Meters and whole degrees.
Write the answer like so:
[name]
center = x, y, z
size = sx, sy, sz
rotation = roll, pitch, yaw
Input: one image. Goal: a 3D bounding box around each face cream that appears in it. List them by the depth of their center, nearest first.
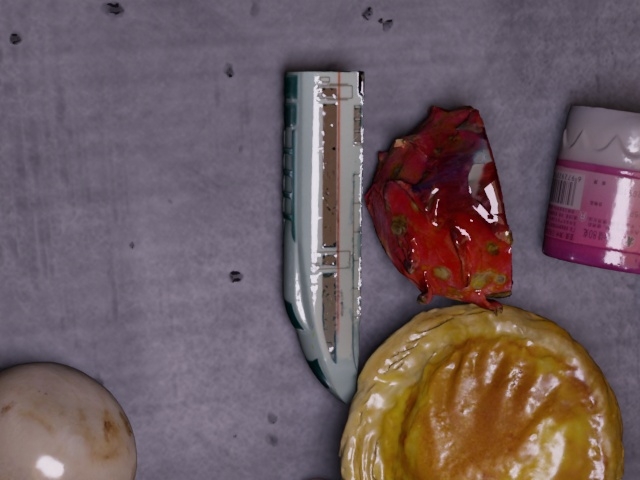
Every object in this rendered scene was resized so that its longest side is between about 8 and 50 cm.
[face cream]
center = 0.377, -0.062, 1.775
size = 0.175, 0.175, 0.195
rotation = 7, 96, -19

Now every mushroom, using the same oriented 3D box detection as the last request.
[mushroom]
center = -0.322, 0.250, 1.590
size = 0.207, 0.207, 0.215
rotation = 39, 115, -19

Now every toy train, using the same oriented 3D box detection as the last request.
[toy train]
center = 0.000, 0.000, 1.703
size = 0.088, 0.086, 0.407
rotation = -2, 98, -19

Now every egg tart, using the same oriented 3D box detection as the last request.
[egg tart]
center = 0.187, 0.263, 1.752
size = 0.387, 0.169, 0.388
rotation = 0, 89, -21

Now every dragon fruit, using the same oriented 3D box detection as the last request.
[dragon fruit]
center = 0.135, -0.041, 1.687
size = 0.161, 0.126, 0.274
rotation = -12, 75, 3

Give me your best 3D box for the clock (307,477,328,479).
[clock]
center = -0.004, 0.473, 1.752
size = 0.284, 0.114, 0.309
rotation = -34, 104, -10
